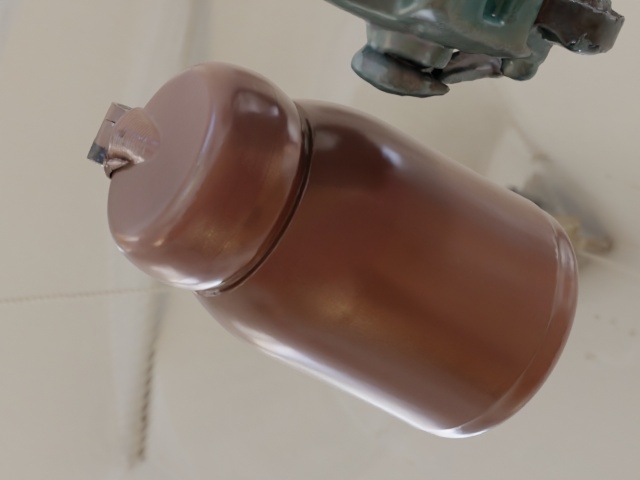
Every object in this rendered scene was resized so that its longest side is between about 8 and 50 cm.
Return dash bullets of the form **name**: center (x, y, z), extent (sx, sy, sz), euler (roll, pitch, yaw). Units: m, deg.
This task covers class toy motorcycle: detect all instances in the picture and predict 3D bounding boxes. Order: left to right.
- **toy motorcycle**: center (0.044, -0.167, 0.975), extent (0.260, 0.206, 0.154), euler (11, -72, -46)

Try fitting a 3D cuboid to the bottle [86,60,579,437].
- **bottle**: center (0.000, 0.000, 1.131), extent (0.297, 0.206, 0.173), euler (25, -89, -32)
